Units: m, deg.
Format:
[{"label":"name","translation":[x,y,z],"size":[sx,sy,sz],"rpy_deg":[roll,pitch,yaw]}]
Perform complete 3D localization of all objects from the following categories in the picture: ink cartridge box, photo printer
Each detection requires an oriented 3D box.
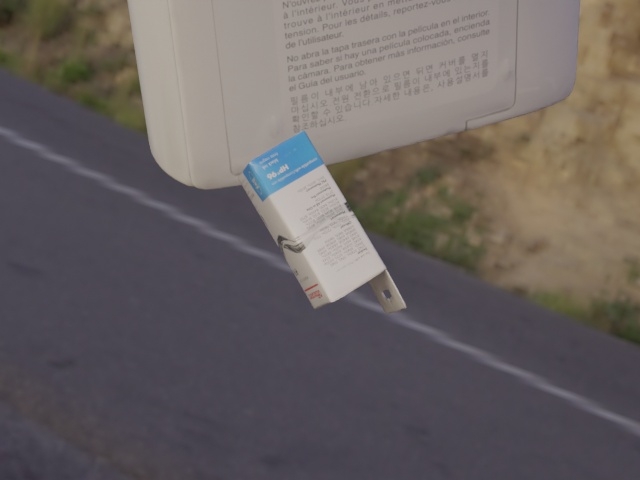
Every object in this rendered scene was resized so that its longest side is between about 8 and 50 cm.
[{"label":"ink cartridge box","translation":[0.000,0.000,0.695],"size":[0.083,0.028,0.048],"rpy_deg":[59,-10,1]},{"label":"photo printer","translation":[0.016,-0.190,0.874],"size":[0.256,0.307,0.107],"rpy_deg":[-15,42,-12]}]
